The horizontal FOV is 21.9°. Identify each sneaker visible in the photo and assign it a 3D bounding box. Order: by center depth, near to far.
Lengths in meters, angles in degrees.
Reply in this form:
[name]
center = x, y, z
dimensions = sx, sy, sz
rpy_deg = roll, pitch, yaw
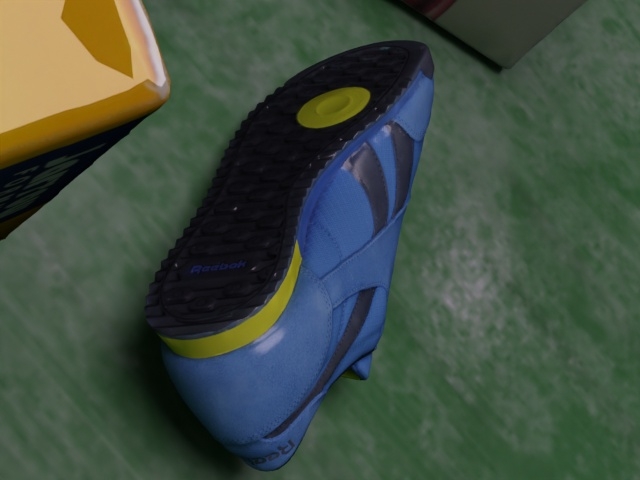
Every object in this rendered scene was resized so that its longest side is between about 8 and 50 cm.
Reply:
[sneaker]
center = 0.000, 0.000, 0.651
dimensions = 0.082, 0.069, 0.209
rpy_deg = 64, 35, -31

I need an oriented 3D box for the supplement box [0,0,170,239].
[supplement box]
center = -0.249, -0.040, 0.373
dimensions = 0.356, 0.194, 0.195
rpy_deg = -23, 90, -24

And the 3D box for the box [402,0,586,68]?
[box]
center = 0.041, -0.213, 0.731
dimensions = 0.232, 0.127, 0.149
rpy_deg = 30, 55, -14
